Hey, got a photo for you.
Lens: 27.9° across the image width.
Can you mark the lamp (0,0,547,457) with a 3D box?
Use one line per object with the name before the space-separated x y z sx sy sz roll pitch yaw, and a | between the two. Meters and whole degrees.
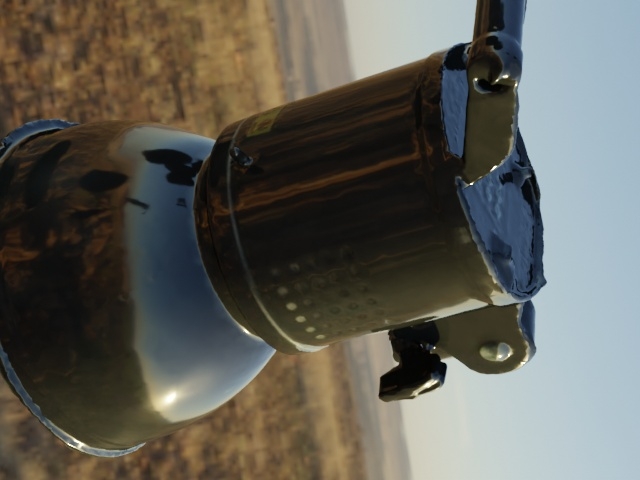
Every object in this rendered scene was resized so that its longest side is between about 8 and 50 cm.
lamp | 0.000 0.000 0.511 0.172 0.227 0.147 59 30 -34
